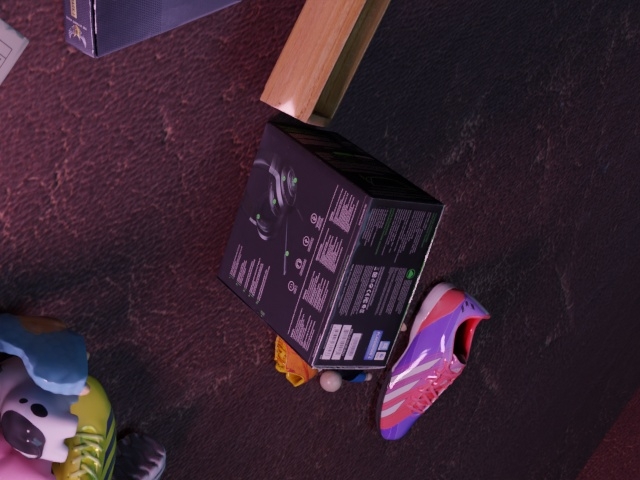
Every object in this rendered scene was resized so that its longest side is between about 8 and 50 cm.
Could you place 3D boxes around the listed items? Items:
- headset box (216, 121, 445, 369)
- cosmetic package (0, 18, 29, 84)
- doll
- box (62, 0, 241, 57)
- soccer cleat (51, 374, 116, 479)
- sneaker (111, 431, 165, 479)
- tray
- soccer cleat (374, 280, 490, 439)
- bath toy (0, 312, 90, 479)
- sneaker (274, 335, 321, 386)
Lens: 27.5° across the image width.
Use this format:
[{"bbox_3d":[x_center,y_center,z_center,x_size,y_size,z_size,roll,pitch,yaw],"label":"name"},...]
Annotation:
[{"bbox_3d":[0.000,0.000,1.769,0.131,0.283,0.246,5,111,-38],"label":"headset box"},{"bbox_3d":[-0.415,-0.101,1.140,0.309,0.113,0.160,-58,149,-6],"label":"cosmetic package"},{"bbox_3d":[0.072,0.193,2.226,0.189,0.046,0.129,-42,143,-26],"label":"doll"},{"bbox_3d":[-0.182,-0.325,1.451,0.232,0.059,0.183,-29,138,-38],"label":"box"},{"bbox_3d":[-0.308,0.315,1.665,0.093,0.121,0.289,7,83,-14],"label":"soccer cleat"},{"bbox_3d":[-0.319,0.393,1.804,0.281,0.105,0.115,-36,147,-28],"label":"sneaker"},{"bbox_3d":[0.056,-0.347,1.677,0.411,0.076,0.203,-63,174,7],"label":"tray"},{"bbox_3d":[0.198,0.236,2.365,0.108,0.116,0.318,7,110,-55],"label":"soccer cleat"},{"bbox_3d":[-0.385,0.261,1.590,0.129,0.151,0.348,13,112,-19],"label":"bath toy"},{"bbox_3d":[-0.043,0.173,2.042,0.067,0.064,0.175,-37,140,-15],"label":"sneaker"}]
